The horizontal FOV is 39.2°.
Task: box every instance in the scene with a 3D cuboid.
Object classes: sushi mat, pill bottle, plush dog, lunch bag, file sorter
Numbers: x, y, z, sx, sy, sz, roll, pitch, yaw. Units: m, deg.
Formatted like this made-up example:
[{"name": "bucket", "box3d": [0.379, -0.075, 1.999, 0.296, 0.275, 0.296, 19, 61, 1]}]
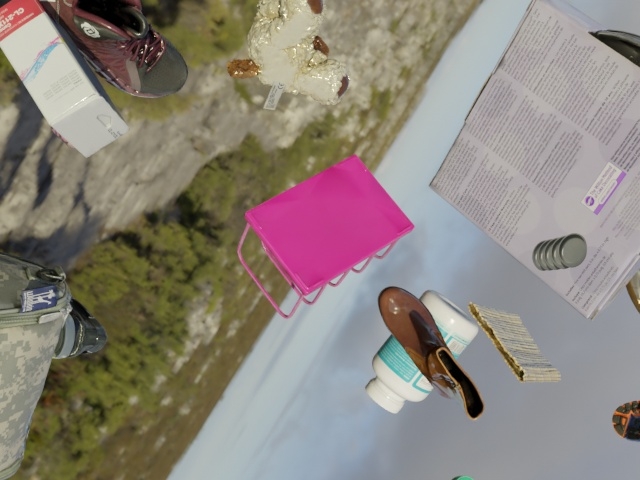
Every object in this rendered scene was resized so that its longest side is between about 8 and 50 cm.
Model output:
[{"name": "sushi mat", "box3d": [0.336, 0.176, 1.527, 0.019, 0.151, 0.316, -40, 158, 15]}, {"name": "pill bottle", "box3d": [0.212, 0.248, 1.960, 0.264, 0.146, 0.146, -52, 180, 8]}, {"name": "plush dog", "box3d": [-0.066, -0.396, 1.722, 0.225, 0.211, 0.262, -86, 159, -47]}, {"name": "lunch bag", "box3d": [-0.458, 0.150, 1.084, 0.212, 0.256, 0.305, 53, -52, 52]}, {"name": "file sorter", "box3d": [0.000, 0.000, 1.857, 0.291, 0.202, 0.182, -30, 165, -29]}]

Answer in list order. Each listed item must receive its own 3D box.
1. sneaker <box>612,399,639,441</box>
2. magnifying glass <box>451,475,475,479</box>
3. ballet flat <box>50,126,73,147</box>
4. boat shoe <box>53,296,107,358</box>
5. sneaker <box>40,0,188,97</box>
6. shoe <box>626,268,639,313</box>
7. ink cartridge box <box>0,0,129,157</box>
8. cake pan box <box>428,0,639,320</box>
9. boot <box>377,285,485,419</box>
[{"name": "sneaker", "box3d": [0.605, 0.299, 1.514, 0.087, 0.221, 0.083, 50, 39, -66]}, {"name": "magnifying glass", "box3d": [0.370, 0.585, 2.045, 0.026, 0.231, 0.092, -22, -118, 42]}, {"name": "ballet flat", "box3d": [-0.396, -0.202, 1.408, 0.077, 0.079, 0.221, -45, -156, 3]}, {"name": "boat shoe", "box3d": [-0.521, 0.151, 1.741, 0.340, 0.113, 0.127, 7, -90, 49]}, {"name": "sneaker", "box3d": [-0.266, -0.278, 1.266, 0.281, 0.163, 0.106, 27, 81, -46]}, {"name": "shoe", "box3d": [0.629, 0.058, 1.749, 0.058, 0.219, 0.077, -25, 162, 40]}, {"name": "ink cartridge box", "box3d": [-0.332, -0.208, 1.141, 0.072, 0.175, 0.127, -34, 164, -3]}, {"name": "cake pan box", "box3d": [0.272, -0.092, 0.958, 0.070, 0.246, 0.266, -19, 142, -50]}, {"name": "boot", "box3d": [0.204, 0.209, 1.729, 0.096, 0.264, 0.280, -27, 180, 1]}]
